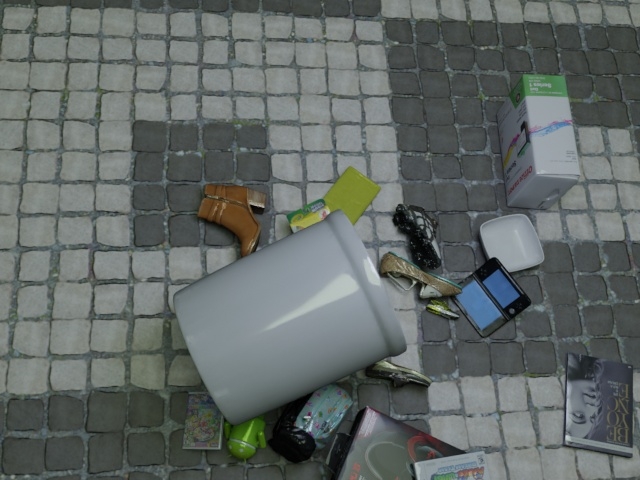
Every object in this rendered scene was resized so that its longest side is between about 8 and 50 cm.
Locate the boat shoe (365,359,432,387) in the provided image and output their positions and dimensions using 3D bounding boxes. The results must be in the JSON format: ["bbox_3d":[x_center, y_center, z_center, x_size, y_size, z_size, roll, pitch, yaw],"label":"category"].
[{"bbox_3d":[0.175,0.310,1.766,0.152,0.056,0.049,17,72,8],"label":"boat shoe"}]

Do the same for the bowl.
[{"bbox_3d":[0.463,0.013,1.925,0.142,0.053,0.142,-13,72,-14],"label":"bowl"}]

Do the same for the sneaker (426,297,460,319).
[{"bbox_3d":[0.294,0.160,1.852,0.083,0.031,0.035,21,66,0],"label":"sneaker"}]

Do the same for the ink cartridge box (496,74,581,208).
[{"bbox_3d":[0.540,-0.242,1.957,0.117,0.201,0.278,1,69,-8],"label":"ink cartridge box"}]

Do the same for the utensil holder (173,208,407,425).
[{"bbox_3d":[-0.062,0.164,1.606,0.385,0.327,0.328,-26,74,-3],"label":"utensil holder"}]

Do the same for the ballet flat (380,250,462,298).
[{"bbox_3d":[0.233,0.098,1.853,0.206,0.073,0.067,25,79,10],"label":"ballet flat"}]

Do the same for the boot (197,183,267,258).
[{"bbox_3d":[-0.214,-0.044,1.833,0.152,0.073,0.197,10,55,-6],"label":"boot"}]

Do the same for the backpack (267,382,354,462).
[{"bbox_3d":[-0.015,0.380,1.668,0.115,0.152,0.182,41,56,1],"label":"backpack"}]

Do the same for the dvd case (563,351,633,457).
[{"bbox_3d":[0.651,0.383,1.828,0.164,0.018,0.221,12,67,-4],"label":"dvd case"}]

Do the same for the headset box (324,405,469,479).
[{"bbox_3d":[0.152,0.502,1.651,0.293,0.110,0.218,25,67,1],"label":"headset box"}]

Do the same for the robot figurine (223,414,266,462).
[{"bbox_3d":[-0.158,0.412,1.662,0.101,0.067,0.115,9,64,25],"label":"robot figurine"}]

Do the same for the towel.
[{"bbox_3d":[0.046,-0.071,1.912,0.102,0.021,0.237,37,67,2],"label":"towel"}]

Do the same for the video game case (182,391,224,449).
[{"bbox_3d":[-0.248,0.385,1.671,0.087,0.011,0.122,-4,67,16],"label":"video game case"}]

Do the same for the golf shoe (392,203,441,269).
[{"bbox_3d":[0.255,-0.017,1.875,0.094,0.077,0.198,-8,52,-27],"label":"golf shoe"}]

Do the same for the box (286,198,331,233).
[{"bbox_3d":[0.000,0.000,1.839,0.105,0.043,0.179,-26,86,-4],"label":"box"}]

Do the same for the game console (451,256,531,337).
[{"bbox_3d":[0.402,0.134,1.854,0.085,0.124,0.144,-24,73,-45],"label":"game console"}]

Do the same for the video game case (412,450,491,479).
[{"bbox_3d":[0.277,0.515,1.597,0.157,0.019,0.143,-6,72,-13],"label":"video game case"}]
